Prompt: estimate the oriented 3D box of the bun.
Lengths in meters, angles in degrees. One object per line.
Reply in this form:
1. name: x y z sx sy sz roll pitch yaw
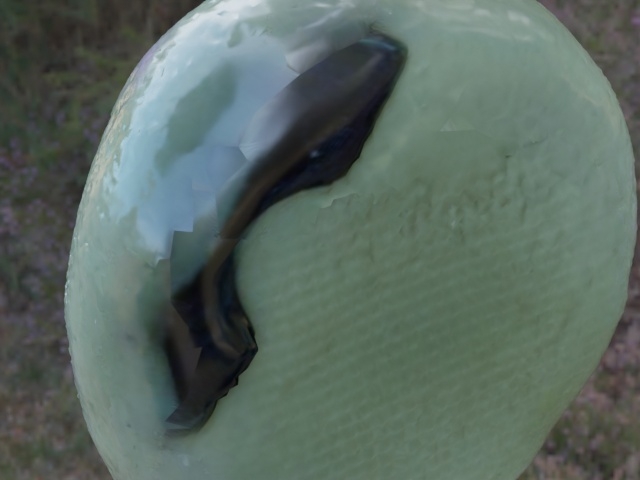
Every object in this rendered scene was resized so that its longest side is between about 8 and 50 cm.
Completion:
1. bun: 0.000 0.000 0.666 0.283 0.283 0.179 -17 28 -29
